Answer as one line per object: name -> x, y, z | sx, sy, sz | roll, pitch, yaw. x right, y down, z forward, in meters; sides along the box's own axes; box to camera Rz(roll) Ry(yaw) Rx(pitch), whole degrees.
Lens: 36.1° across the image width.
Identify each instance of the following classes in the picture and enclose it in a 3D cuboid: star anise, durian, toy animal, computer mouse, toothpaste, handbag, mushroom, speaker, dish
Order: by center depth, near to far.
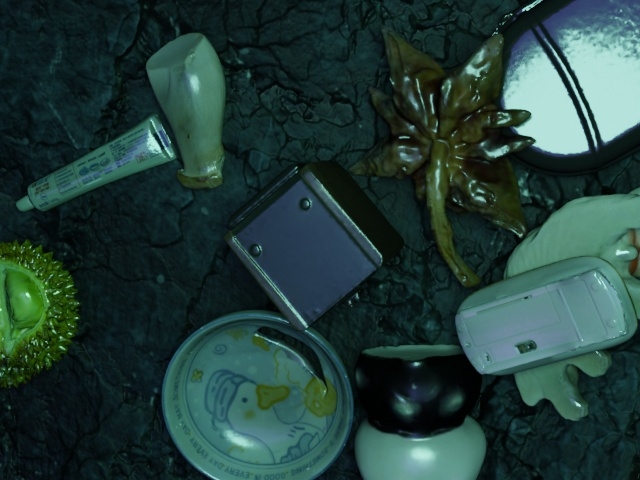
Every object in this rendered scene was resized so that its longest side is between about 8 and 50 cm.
computer mouse -> 0.287, 0.100, 1.264 | 0.245, 0.056, 0.126 | -24, 90, 37
handbag -> 0.362, -0.228, 1.322 | 0.308, 0.093, 0.254 | -30, 89, 13
star anise -> 0.167, -0.122, 1.323 | 0.292, 0.109, 0.350 | 38, 130, 31
toy animal -> 0.372, 0.074, 1.337 | 0.266, 0.188, 0.308 | -7, 106, 33
speaker -> 0.000, 0.000, 1.348 | 0.153, 0.231, 0.192 | -41, 87, 12
toy animal -> 0.137, 0.263, 1.381 | 0.187, 0.165, 0.235 | -2, 97, 13
dish -> -0.083, 0.215, 1.436 | 0.273, 0.134, 0.274 | 2, 106, 6
mushroom -> -0.181, -0.190, 1.447 | 0.116, 0.093, 0.225 | -12, 103, 31
durian -> -0.470, 0.115, 1.487 | 0.200, 0.176, 0.237 | 43, 97, 15
toothpaste -> -0.351, -0.107, 1.506 | 0.268, 0.047, 0.069 | -24, 71, 11
